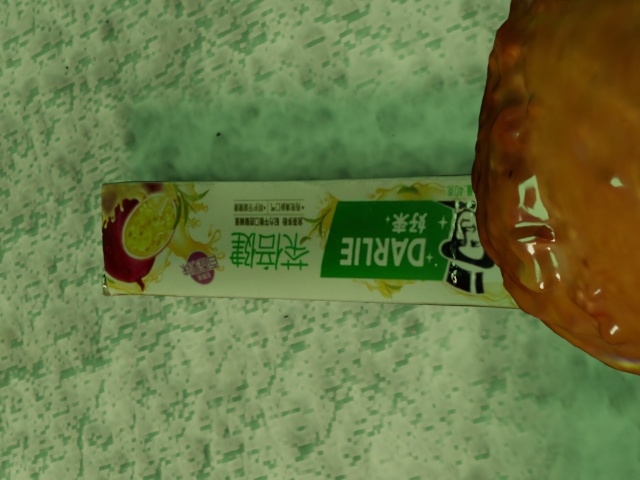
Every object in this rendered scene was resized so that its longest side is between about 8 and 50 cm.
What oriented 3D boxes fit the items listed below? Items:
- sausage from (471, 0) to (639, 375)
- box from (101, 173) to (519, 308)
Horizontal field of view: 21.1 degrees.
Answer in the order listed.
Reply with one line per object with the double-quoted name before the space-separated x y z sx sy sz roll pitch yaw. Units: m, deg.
"sausage" 0.169 -0.036 0.460 0.268 0.153 0.141 -7 92 37
"box" 0.000 0.000 0.664 0.207 0.041 0.050 1 94 37
